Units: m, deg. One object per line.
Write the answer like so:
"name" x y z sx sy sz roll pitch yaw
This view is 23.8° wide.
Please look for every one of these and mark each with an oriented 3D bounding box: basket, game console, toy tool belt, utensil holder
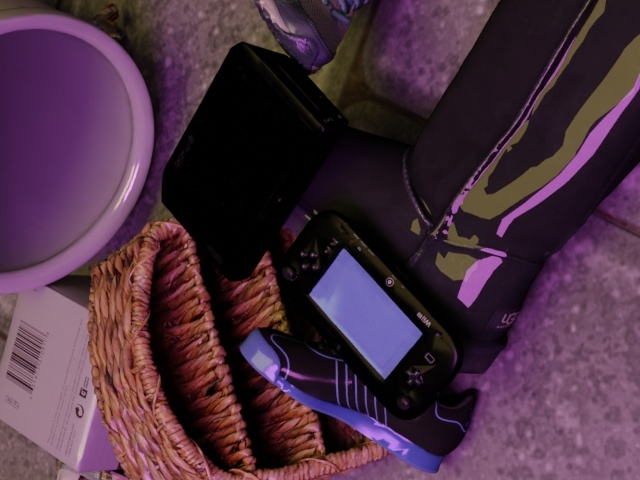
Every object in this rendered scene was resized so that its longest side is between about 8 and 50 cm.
"basket" -0.092 0.114 1.554 0.223 0.213 0.299 -27 70 38
"game console" 0.000 0.000 1.407 0.361 0.044 0.213 48 129 19
"toy tool belt" -0.259 -0.242 1.840 0.051 0.052 0.083 49 122 1
"utensil holder" -0.434 -0.160 1.786 0.385 0.327 0.327 31 108 45

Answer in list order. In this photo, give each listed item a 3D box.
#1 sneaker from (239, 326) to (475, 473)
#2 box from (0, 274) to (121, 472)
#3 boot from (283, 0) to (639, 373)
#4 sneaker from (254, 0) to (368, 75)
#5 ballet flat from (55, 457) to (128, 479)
"sneaker" 0.039 0.131 1.470 0.232 0.081 0.090 30 99 -7
"box" -0.271 0.151 1.771 0.182 0.119 0.181 24 103 39
"boot" 0.142 -0.157 1.405 0.367 0.146 0.445 43 119 24
"sneaker" 0.006 -0.267 1.491 0.122 0.110 0.283 -24 32 18
"ballet flat" -0.252 0.298 1.766 0.221 0.077 0.079 20 56 38
